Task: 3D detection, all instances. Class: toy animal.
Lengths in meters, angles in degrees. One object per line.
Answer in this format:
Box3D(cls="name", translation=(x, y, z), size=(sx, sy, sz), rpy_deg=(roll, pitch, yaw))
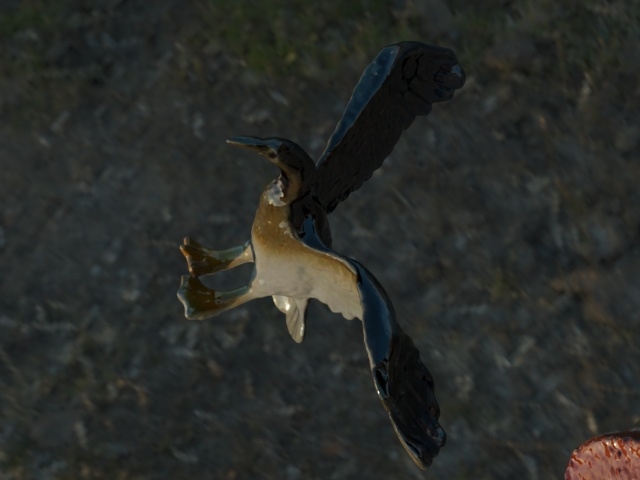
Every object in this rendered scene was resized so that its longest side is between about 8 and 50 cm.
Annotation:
Box3D(cls="toy animal", translation=(-0.015, 0.004, 1.092), size=(0.160, 0.197, 0.272), rpy_deg=(-29, 54, 33))

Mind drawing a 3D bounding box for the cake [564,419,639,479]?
Box3D(cls="cake", translation=(0.352, 0.308, 1.780), size=(0.177, 0.151, 0.283), rpy_deg=(-19, 77, 46))
